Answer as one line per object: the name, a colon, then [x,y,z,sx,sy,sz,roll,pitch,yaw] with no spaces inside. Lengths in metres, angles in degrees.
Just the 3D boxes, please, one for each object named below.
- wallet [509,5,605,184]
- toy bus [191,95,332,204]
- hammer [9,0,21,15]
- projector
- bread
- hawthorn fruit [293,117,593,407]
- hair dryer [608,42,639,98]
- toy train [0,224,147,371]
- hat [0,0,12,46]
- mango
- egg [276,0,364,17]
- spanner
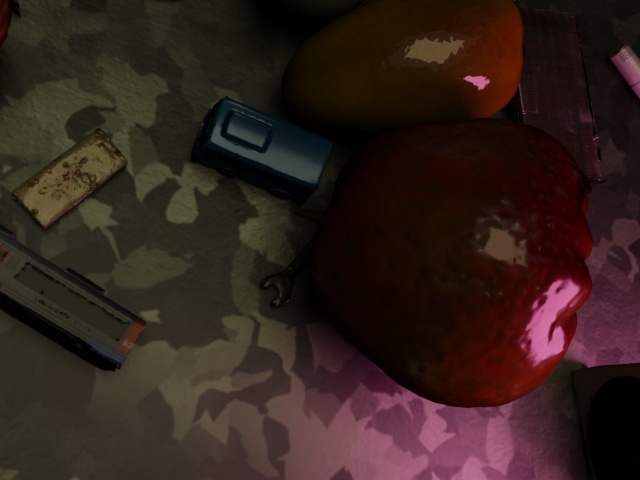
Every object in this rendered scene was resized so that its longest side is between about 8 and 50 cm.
wallet: [0.400,-0.251,1.307,0.168,0.044,0.317,-3,81,-23]
toy bus: [-0.085,-0.132,1.087,0.184,0.106,0.090,21,75,-13]
hammer: [-0.341,-0.386,1.093,0.289,0.037,0.137,2,77,-18]
projector: [0.493,0.309,1.100,0.079,0.257,0.259,-5,80,-19]
bread: [-0.343,-0.086,1.034,0.153,0.028,0.068,-42,95,-20]
hawthorn fruit: [0.154,0.016,1.003,0.402,0.403,0.403,4,77,-17]
hair dryer: [0.640,-0.331,1.407,0.183,0.044,0.155,-39,94,-24]
toy train: [-0.412,0.028,0.954,0.409,0.086,0.089,35,69,-8]
hat: [-0.584,-0.236,0.859,0.400,0.285,0.285,-41,93,-16]
mango: [0.127,-0.262,1.113,0.377,0.264,0.221,-14,108,-4]
egg: [0.003,-0.436,1.109,0.202,0.203,0.283,30,31,-10]
spanner: [0.000,0.000,1.134,0.054,0.015,0.254,43,69,-6]
